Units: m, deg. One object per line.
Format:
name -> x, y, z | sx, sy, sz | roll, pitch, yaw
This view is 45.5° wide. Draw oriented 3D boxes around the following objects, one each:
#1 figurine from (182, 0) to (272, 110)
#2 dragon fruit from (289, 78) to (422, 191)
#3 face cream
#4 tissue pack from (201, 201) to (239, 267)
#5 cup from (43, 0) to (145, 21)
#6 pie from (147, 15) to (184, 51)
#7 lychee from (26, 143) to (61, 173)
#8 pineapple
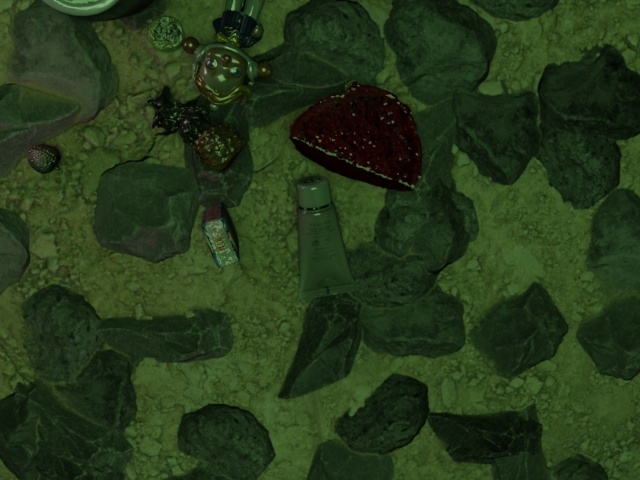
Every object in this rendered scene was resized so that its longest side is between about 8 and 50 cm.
figurine -> -0.210, -0.436, 1.710 | 0.194, 0.133, 0.274 | -5, 95, -8
dragon fruit -> 0.097, -0.247, 1.785 | 0.317, 0.152, 0.205 | 24, 80, -3
face cream -> 0.000, 0.000, 1.860 | 0.143, 0.089, 0.314 | -10, 113, -4
tissue pack -> -0.235, -0.014, 1.791 | 0.065, 0.155, 0.115 | -20, 106, 0
cup -> -0.449, -0.563, 1.531 | 0.253, 0.371, 0.253 | -1, 112, -3
pie -> -0.352, -0.468, 1.735 | 0.085, 0.017, 0.085 | -1, 103, -5
lychee -> -0.633, -0.188, 1.755 | 0.083, 0.068, 0.067 | 26, 59, -8
pineapple -> -0.291, -0.257, 1.752 | 0.237, 0.111, 0.119 | 38, 82, -8
